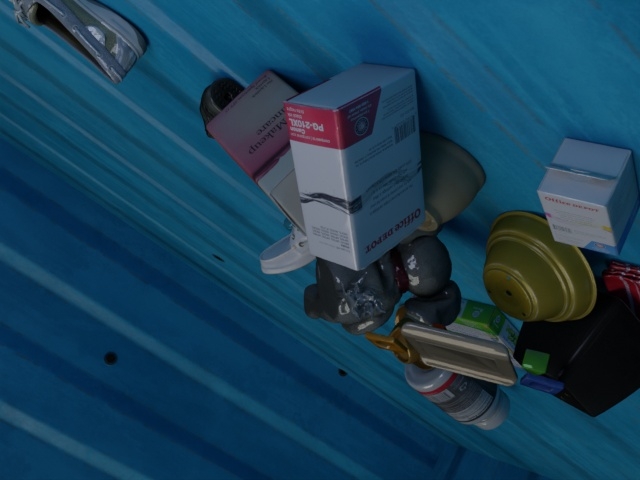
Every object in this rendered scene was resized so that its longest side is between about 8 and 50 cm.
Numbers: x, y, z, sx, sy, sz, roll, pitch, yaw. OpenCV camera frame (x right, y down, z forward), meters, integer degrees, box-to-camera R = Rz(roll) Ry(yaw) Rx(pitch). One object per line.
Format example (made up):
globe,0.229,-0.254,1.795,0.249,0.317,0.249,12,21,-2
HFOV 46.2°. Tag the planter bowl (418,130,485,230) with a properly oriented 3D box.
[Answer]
planter bowl,0.165,-0.084,1.197,0.162,0.109,0.162,28,164,9

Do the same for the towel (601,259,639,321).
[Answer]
towel,0.597,0.120,1.198,0.275,0.031,0.199,18,161,35

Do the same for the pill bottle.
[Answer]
pill bottle,0.403,0.418,2.159,0.318,0.176,0.176,40,161,-29

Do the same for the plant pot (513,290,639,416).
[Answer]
plant pot,0.459,0.196,1.335,0.187,0.167,0.188,44,173,-25

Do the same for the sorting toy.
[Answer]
sorting toy,0.243,0.185,1.288,0.347,0.047,0.196,11,159,23

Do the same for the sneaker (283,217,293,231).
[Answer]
sneaker,0.000,0.000,1.706,0.107,0.110,0.275,44,174,42

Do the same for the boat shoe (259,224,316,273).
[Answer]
boat shoe,-0.017,-0.023,1.546,0.096,0.277,0.098,56,-164,-29

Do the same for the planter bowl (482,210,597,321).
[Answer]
planter bowl,0.335,0.066,1.240,0.217,0.090,0.217,43,154,27

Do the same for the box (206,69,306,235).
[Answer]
box,-0.053,-0.144,1.194,0.232,0.148,0.127,46,178,43

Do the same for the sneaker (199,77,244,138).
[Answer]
sneaker,-0.136,-0.204,1.413,0.227,0.087,0.130,40,163,-20

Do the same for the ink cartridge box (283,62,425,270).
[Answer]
ink cartridge box,0.055,-0.104,1.046,0.100,0.172,0.237,17,128,39

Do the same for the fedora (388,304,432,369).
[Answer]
fedora,0.240,0.271,2.033,0.194,0.079,0.194,35,136,43

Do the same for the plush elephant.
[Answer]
plush elephant,0.123,0.046,1.400,0.330,0.255,0.272,-145,46,-64

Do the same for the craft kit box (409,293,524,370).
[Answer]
craft kit box,0.373,0.219,1.840,0.250,0.061,0.246,11,158,48

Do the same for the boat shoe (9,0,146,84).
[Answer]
boat shoe,-0.476,-0.405,1.366,0.320,0.103,0.118,31,164,-5

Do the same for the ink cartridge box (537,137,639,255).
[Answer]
ink cartridge box,0.351,-0.061,0.976,0.092,0.090,0.143,18,159,35
